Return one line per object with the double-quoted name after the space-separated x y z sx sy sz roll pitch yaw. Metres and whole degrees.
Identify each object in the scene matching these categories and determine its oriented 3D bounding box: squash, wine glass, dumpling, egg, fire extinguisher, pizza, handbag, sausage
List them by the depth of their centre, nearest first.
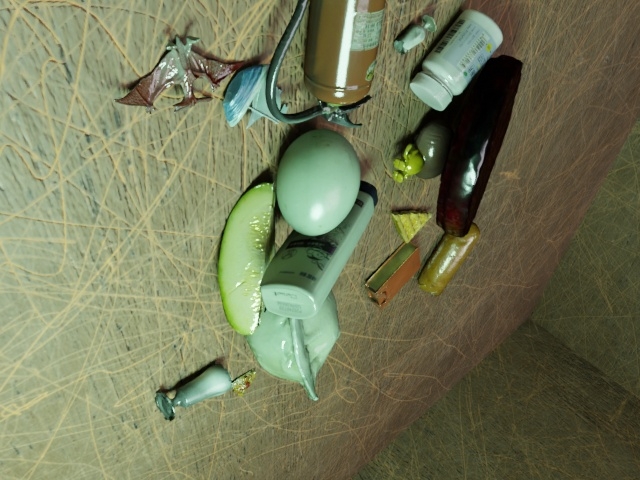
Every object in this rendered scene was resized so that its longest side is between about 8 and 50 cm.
0.007 -0.321 0.861 0.200 0.113 0.376 -7 135 -13 "fire extinguisher"
-0.005 -0.104 1.018 0.149 0.149 0.193 20 86 -59 "egg"
-0.140 0.030 1.044 0.252 0.093 0.170 95 5 -46 "squash"
0.177 -0.385 1.072 0.083 0.042 0.039 -43 112 -7 "wine glass"
-0.274 0.328 1.240 0.155 0.072 0.072 -20 139 -41 "wine glass"
-0.067 0.210 1.270 0.320 0.211 0.270 44 50 -48 "dumpling"
-0.197 0.365 1.428 0.078 0.025 0.083 5 121 -58 "pizza"
0.212 0.103 1.653 0.190 0.062 0.127 -44 151 -15 "handbag"
0.409 0.052 1.825 0.108 0.109 0.271 3 122 -55 "sausage"

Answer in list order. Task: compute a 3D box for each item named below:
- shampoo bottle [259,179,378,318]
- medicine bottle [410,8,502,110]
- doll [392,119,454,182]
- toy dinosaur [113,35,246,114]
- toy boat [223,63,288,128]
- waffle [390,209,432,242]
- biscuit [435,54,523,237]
0.000 0.000 1.093 0.359 0.134 0.078 -58 142 -46 "shampoo bottle"
0.274 -0.365 1.157 0.187 0.102 0.102 -52 151 2 "medicine bottle"
0.237 -0.207 1.302 0.188 0.096 0.145 -9 123 -44 "doll"
-0.182 -0.223 0.773 0.220 0.032 0.108 -30 142 -35 "toy dinosaur"
-0.089 -0.225 0.893 0.149 0.034 0.105 -13 135 -46 "toy boat"
0.244 -0.074 1.518 0.125 0.032 0.191 -44 152 -6 "waffle"
0.348 -0.209 1.278 0.407 0.091 0.408 -55 157 -38 "biscuit"
